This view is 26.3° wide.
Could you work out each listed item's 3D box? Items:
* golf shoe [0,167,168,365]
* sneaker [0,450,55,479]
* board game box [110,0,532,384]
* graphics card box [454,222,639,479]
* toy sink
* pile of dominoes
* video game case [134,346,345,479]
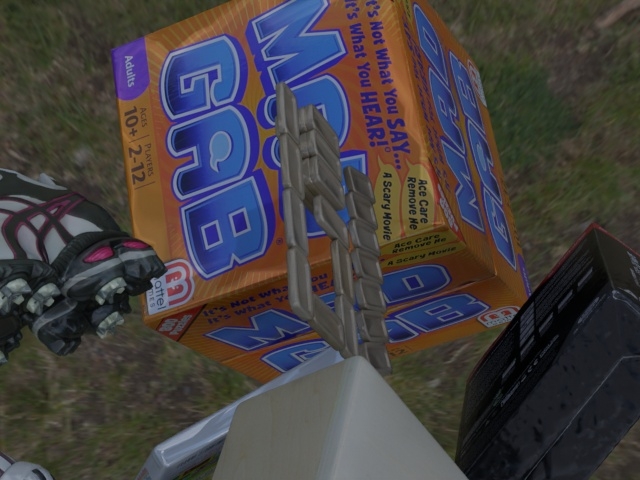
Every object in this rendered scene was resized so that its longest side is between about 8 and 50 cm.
[{"bbox_3d":[-0.213,0.017,0.868,0.105,0.273,0.120,-46,78,16],"label":"golf shoe"},{"bbox_3d":[-0.336,0.235,1.079,0.162,0.106,0.281,39,112,0],"label":"sneaker"},{"bbox_3d":[0.008,-0.067,1.640,0.356,0.356,0.356,-19,65,19],"label":"board game box"},{"bbox_3d":[0.232,0.121,1.307,0.094,0.371,0.233,37,102,2],"label":"graphics card box"},{"bbox_3d":[0.032,0.230,1.006,0.131,0.153,0.234,-25,119,29],"label":"toy sink"},{"bbox_3d":[0.000,0.000,1.204,0.040,0.196,0.251,-18,53,19],"label":"pile of dominoes"},{"bbox_3d":[-0.083,0.188,1.359,0.227,0.206,0.026,-28,76,-27],"label":"video game case"}]
